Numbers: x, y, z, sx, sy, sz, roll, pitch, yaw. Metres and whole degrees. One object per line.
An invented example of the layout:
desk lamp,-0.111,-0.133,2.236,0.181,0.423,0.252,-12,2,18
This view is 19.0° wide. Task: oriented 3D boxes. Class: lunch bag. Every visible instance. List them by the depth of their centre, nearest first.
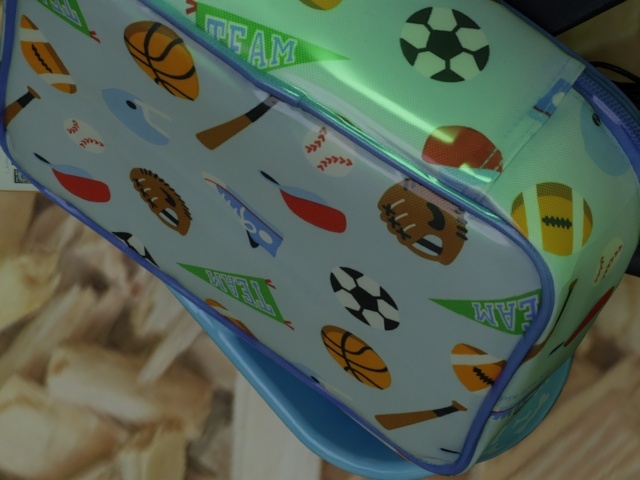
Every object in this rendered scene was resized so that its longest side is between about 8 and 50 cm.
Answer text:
lunch bag,-0.013,-0.040,0.847,0.303,0.115,0.243,37,151,11

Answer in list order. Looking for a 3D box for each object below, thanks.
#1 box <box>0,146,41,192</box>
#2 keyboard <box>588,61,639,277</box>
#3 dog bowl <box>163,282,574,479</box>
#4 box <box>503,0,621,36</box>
box,-0.192,-0.069,1.073,0.136,0.028,0.081,2,102,22
keyboard,0.133,-0.041,0.919,0.192,0.038,0.100,16,80,0
dog bowl,0.000,0.000,0.992,0.166,0.074,0.297,-43,86,23
box,0.125,-0.271,0.744,0.343,0.179,0.312,-24,93,60
